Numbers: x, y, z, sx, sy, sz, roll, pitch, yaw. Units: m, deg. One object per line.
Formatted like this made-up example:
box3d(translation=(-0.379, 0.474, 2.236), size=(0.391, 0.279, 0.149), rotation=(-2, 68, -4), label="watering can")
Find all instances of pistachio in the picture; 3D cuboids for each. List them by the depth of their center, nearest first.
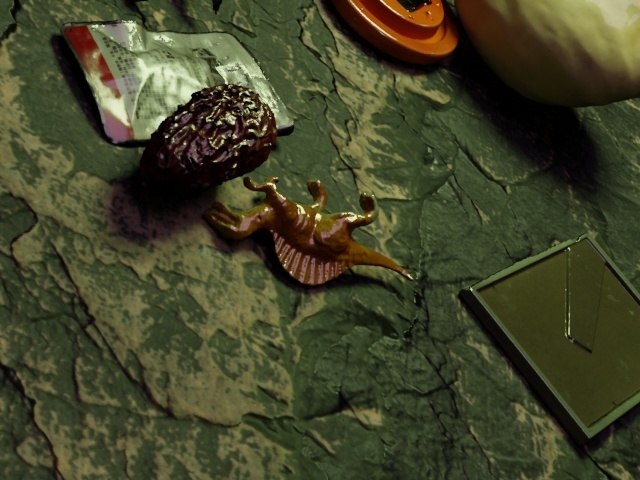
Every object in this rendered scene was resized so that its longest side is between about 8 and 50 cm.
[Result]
box3d(translation=(0.319, -0.292, 1.846), size=(0.309, 0.230, 0.230), rotation=(48, 36, 14), label="pistachio")

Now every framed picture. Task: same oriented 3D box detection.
box3d(translation=(0.302, 0.101, 1.605), size=(0.289, 0.020, 0.211), rotation=(-21, 69, -50), label="framed picture")

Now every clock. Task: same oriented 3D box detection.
box3d(translation=(0.094, -0.310, 1.803), size=(0.205, 0.051, 0.205), rotation=(24, 41, -22), label="clock")

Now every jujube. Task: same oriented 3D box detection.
box3d(translation=(-0.105, -0.096, 1.352), size=(0.104, 0.104, 0.166), rotation=(42, 39, 0), label="jujube")

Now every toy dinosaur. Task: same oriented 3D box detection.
box3d(translation=(-0.001, -0.001, 1.403), size=(0.212, 0.057, 0.142), rotation=(39, 48, -2), label="toy dinosaur")

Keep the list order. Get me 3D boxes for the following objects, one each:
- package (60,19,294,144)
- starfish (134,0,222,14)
box3d(translation=(-0.146, -0.168, 1.454), size=(0.239, 0.030, 0.154), rotation=(-4, 57, -45), label="package")
box3d(translation=(-0.183, -0.348, 1.586), size=(0.213, 0.057, 0.238), rotation=(2, 56, -51), label="starfish")
